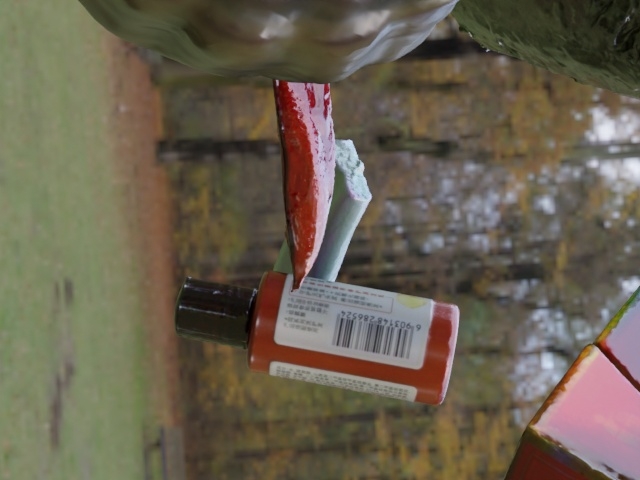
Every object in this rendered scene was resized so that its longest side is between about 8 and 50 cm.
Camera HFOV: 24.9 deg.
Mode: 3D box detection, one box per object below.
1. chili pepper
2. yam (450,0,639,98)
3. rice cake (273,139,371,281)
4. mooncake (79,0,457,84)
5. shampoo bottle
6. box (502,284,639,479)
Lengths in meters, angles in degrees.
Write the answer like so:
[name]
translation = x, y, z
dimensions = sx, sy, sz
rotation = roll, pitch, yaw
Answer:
[chili pepper]
translation = -0.015, -0.097, 1.069
dimensions = 0.059, 0.050, 0.268
rotation = 143, -58, -85
[yam]
translation = 0.247, -0.220, 1.220
dimensions = 0.300, 0.195, 0.195
rotation = 28, -53, 50
[rice cake]
translation = 0.000, -0.001, 1.489
dimensions = 0.222, 0.042, 0.080
rotation = 114, -36, -44
[mooncake]
translation = -0.019, -0.224, 0.746
dimensions = 0.161, 0.290, 0.290
rotation = 177, -90, -77
[shampoo bottle]
translation = -0.007, 0.089, 1.443
dimensions = 0.104, 0.278, 0.104
rotation = 10, 90, -88
[box]
translation = 0.181, 0.123, 0.838
dimensions = 0.313, 0.089, 0.197
rotation = -37, 152, -51
